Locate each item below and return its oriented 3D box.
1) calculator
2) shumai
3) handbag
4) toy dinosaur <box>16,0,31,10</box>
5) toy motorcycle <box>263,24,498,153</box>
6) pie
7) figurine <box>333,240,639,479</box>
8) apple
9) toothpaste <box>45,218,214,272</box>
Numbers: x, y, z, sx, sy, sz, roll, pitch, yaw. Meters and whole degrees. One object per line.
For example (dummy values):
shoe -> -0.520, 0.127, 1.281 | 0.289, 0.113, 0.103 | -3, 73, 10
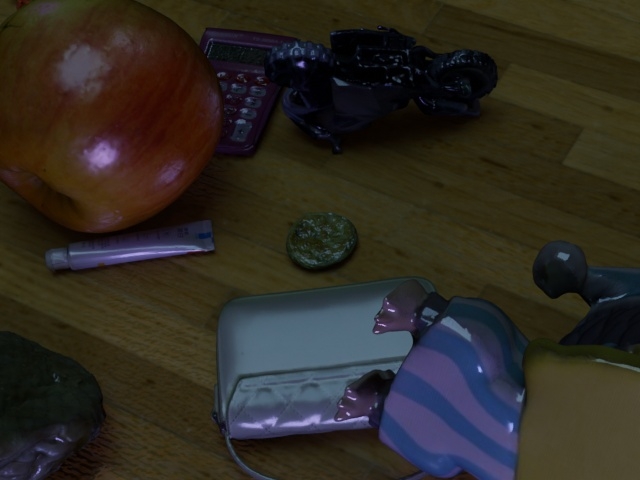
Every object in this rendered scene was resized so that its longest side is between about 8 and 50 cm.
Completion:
calculator -> -0.110, -0.184, 1.800 | 0.127, 0.034, 0.190 | 11, 59, 16
shumai -> -0.348, 0.216, 1.471 | 0.222, 0.203, 0.272 | 26, 25, 24
handbag -> 0.016, 0.153, 1.485 | 0.256, 0.079, 0.219 | -6, 62, 4
toy dinosaur -> -0.350, -0.329, 1.937 | 0.101, 0.055, 0.279 | -17, 44, -35
toy motorcycle -> 0.064, -0.176, 1.708 | 0.270, 0.159, 0.106 | 4, 60, -8
pie -> 0.001, 0.001, 1.639 | 0.084, 0.021, 0.084 | -3, 48, 3
figurine -> 0.259, 0.139, 1.380 | 0.361, 0.266, 0.378 | 29, 24, 15
apple -> -0.253, -0.142, 1.630 | 0.286, 0.286, 0.233 | 17, 65, 21
toothpaste -> -0.216, 0.008, 1.664 | 0.190, 0.031, 0.048 | -9, 48, -2
